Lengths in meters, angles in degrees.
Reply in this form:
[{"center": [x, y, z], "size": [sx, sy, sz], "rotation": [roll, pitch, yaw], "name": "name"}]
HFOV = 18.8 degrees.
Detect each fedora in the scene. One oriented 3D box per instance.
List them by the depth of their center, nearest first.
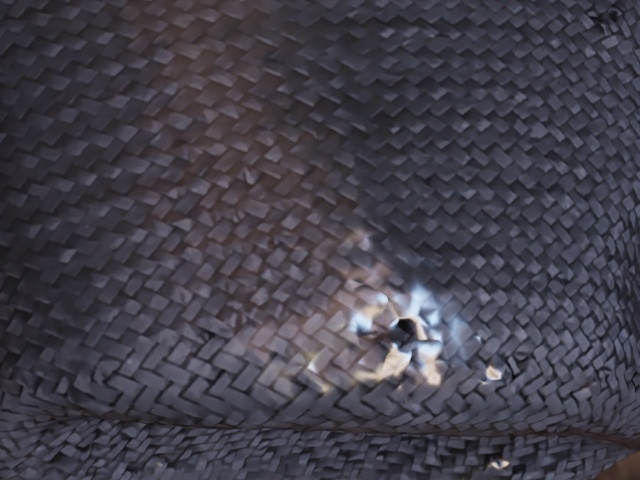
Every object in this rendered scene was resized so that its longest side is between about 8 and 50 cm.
[{"center": [0.000, 0.000, 0.518], "size": [0.334, 0.334, 0.152], "rotation": [126, -44, -60], "name": "fedora"}]
